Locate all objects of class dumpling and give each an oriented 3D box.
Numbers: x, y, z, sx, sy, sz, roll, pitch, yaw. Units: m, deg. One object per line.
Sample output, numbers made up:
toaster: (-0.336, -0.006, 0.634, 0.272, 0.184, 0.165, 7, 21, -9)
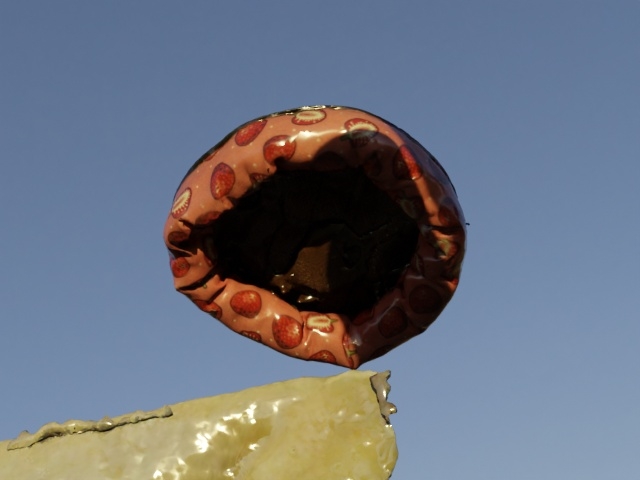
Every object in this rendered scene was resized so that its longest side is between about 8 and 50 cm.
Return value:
dumpling: (-0.110, 0.172, 0.697, 0.332, 0.166, 0.086, -11, -33, 13)

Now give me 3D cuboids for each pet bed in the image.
pet bed: (0.000, 0.000, 0.834, 0.201, 0.053, 0.201, 1, -55, 1)
